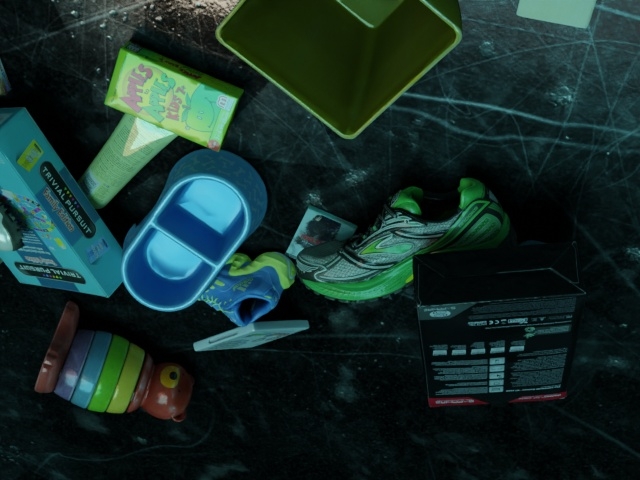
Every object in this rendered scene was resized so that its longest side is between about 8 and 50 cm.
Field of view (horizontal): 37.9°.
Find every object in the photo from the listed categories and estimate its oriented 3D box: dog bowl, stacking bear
[{"bbox_3d":[-0.209,-0.006,1.485,0.166,0.074,0.297,35,114,-11],"label":"dog bowl"},{"bbox_3d":[-0.388,0.263,1.811,0.289,0.175,0.164,20,133,-12],"label":"stacking bear"}]

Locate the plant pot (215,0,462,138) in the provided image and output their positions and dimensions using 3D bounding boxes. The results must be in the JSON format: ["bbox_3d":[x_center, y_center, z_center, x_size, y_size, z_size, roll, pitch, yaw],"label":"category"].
[{"bbox_3d":[0.038,-0.292,1.120,0.212,0.187,0.212,37,132,-16],"label":"plant pot"}]

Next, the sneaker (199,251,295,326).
[{"bbox_3d":[-0.163,0.085,1.583,0.240,0.126,0.091,-12,127,26],"label":"sneaker"}]

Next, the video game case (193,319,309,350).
[{"bbox_3d":[-0.121,0.168,1.655,0.143,0.019,0.157,-22,165,33],"label":"video game case"}]

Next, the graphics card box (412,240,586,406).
[{"bbox_3d":[0.265,0.139,1.413,0.233,0.094,0.371,-5,149,8],"label":"graphics card box"}]

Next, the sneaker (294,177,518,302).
[{"bbox_3d":[0.114,-0.011,1.419,0.344,0.134,0.146,-17,118,20],"label":"sneaker"}]

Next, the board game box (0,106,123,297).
[{"bbox_3d":[-0.492,-0.062,1.541,0.254,0.079,0.336,5,136,38],"label":"board game box"}]

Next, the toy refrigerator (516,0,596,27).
[{"bbox_3d":[0.283,-0.380,1.018,0.094,0.102,0.269,12,135,7],"label":"toy refrigerator"}]

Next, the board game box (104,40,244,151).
[{"bbox_3d":[-0.214,-0.210,1.365,0.181,0.043,0.092,23,119,-4],"label":"board game box"}]

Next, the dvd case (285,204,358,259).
[{"bbox_3d":[0.000,0.000,1.529,0.087,0.013,0.119,24,136,-5],"label":"dvd case"}]

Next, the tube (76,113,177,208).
[{"bbox_3d":[-0.306,-0.138,1.474,0.070,0.062,0.240,8,143,-41],"label":"tube"}]

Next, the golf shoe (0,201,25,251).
[{"bbox_3d":[-0.600,-0.040,1.485,0.273,0.120,0.105,28,145,9],"label":"golf shoe"}]

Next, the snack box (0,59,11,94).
[{"bbox_3d":[-0.577,-0.263,1.464,0.178,0.022,0.064,5,132,14],"label":"snack box"}]

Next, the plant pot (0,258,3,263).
[{"bbox_3d":[-0.644,0.005,1.687,0.109,0.109,0.096,2,120,16],"label":"plant pot"}]

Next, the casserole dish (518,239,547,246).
[{"bbox_3d":[0.336,0.066,1.465,0.114,0.037,0.188,16,134,3],"label":"casserole dish"}]
